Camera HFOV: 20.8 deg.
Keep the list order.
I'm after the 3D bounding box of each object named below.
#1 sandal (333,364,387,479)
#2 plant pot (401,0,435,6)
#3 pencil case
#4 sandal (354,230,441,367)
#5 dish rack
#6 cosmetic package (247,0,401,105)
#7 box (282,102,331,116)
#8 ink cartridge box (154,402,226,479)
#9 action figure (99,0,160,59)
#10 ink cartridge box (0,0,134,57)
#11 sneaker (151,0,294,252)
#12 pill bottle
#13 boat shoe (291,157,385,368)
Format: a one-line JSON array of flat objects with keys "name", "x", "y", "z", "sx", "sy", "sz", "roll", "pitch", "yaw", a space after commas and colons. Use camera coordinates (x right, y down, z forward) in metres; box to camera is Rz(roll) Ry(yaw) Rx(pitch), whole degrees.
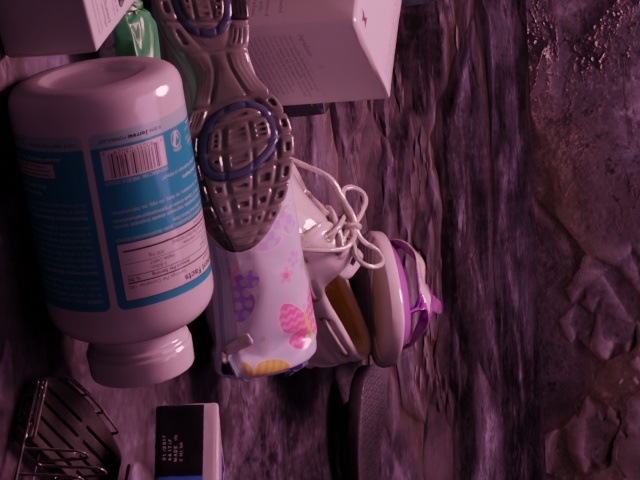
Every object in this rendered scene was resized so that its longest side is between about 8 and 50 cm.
[{"name": "sandal", "x": 0.042, "y": 0.288, "z": 2.311, "sx": 0.097, "sy": 0.054, "sz": 0.255, "roll": -26, "pitch": 123, "yaw": -64}, {"name": "plant pot", "x": 0.106, "y": -0.475, "z": 2.288, "sx": 0.252, "sy": 0.247, "sz": 0.248, "roll": 30, "pitch": 59, "yaw": -55}, {"name": "pencil case", "x": -0.081, "y": 0.009, "z": 1.819, "sx": 0.124, "sy": 0.113, "sz": 0.273, "roll": -24, "pitch": 116, "yaw": -36}, {"name": "sandal", "x": 0.102, "y": 0.070, "z": 2.235, "sx": 0.416, "sy": 0.102, "sz": 0.169, "roll": 156, "pitch": -73, "yaw": -87}, {"name": "dish rack", "x": -0.203, "y": 0.257, "z": 1.465, "sx": 0.208, "sy": 0.074, "sz": 0.272, "roll": 63, "pitch": 30, "yaw": -56}, {"name": "cosmetic package", "x": -0.020, "y": -0.251, "z": 1.919, "sx": 0.151, "sy": 0.183, "sz": 0.151, "roll": 60, "pitch": 33, "yaw": -56}, {"name": "box", "x": -0.018, "y": -0.292, "z": 2.139, "sx": 0.183, "sy": 0.059, "sz": 0.233, "roll": -62, "pitch": 145, "yaw": -58}, {"name": "ink cartridge box", "x": -0.114, "y": 0.308, "z": 1.646, "sx": 0.333, "sy": 0.065, "sz": 0.165, "roll": 86, "pitch": 0, "yaw": -52}, {"name": "action figure", "x": -0.176, "y": -0.127, "z": 1.604, "sx": 0.137, "sy": 0.063, "sz": 0.232, "roll": -29, "pitch": 120, "yaw": -69}, {"name": "ink cartridge box", "x": -0.209, "y": -0.268, "z": 1.474, "sx": 0.208, "sy": 0.086, "sz": 0.153, "roll": -68, "pitch": 151, "yaw": -54}, {"name": "sneaker", "x": -0.101, "y": -0.130, "z": 1.688, "sx": 0.129, "sy": 0.111, "sz": 0.297, "roll": 134, "pitch": -53, "yaw": -71}, {"name": "pill bottle", "x": -0.171, "y": -0.013, "z": 1.472, "sx": 0.146, "sy": 0.146, "sz": 0.264, "roll": -52, "pitch": 138, "yaw": -64}, {"name": "boat shoe", "x": -0.002, "y": 0.007, "z": 1.998, "sx": 0.136, "sy": 0.156, "sz": 0.367, "roll": -71, "pitch": 154, "yaw": -50}]
